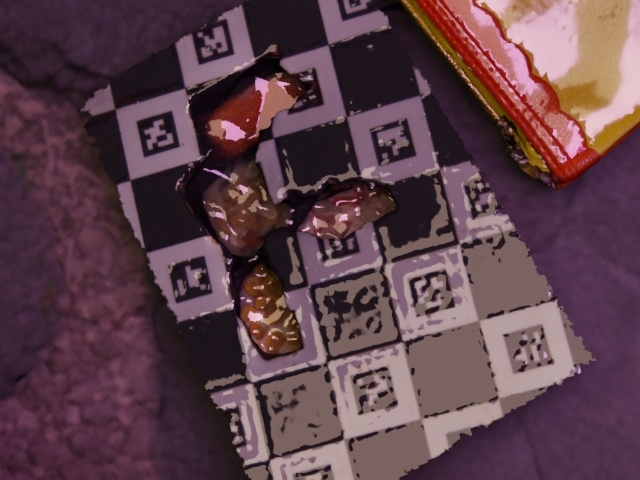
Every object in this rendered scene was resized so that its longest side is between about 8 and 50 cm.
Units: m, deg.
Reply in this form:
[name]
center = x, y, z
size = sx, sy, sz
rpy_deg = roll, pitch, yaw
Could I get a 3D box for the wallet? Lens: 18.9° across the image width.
[wallet]
center = 0.104, -0.157, 1.037
size = 0.141, 0.067, 0.241
rpy_deg = -38, 82, -6

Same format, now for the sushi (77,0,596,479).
[sushi]
center = 0.000, 0.000, 1.058
size = 0.193, 0.043, 0.279
rpy_deg = -31, 74, 5
